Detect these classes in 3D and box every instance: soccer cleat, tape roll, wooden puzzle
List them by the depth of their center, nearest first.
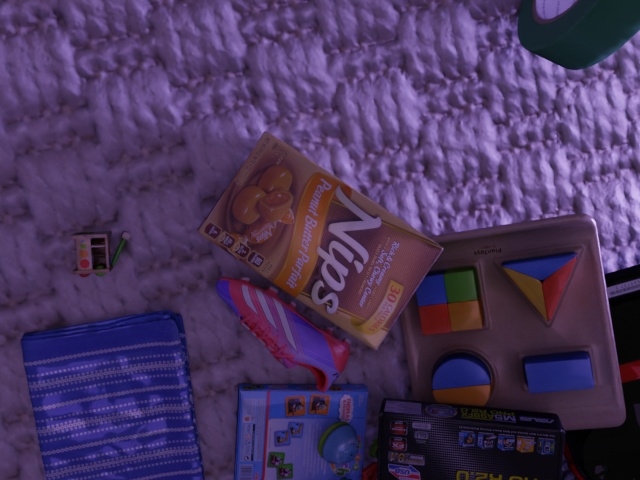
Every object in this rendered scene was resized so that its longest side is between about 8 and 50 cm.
[{"bbox_3d":[0.408,-0.409,0.935,0.077,0.321,0.321,21,91,-11],"label":"tape roll"},{"bbox_3d":[-0.064,0.144,1.021,0.248,0.083,0.095,34,70,-16],"label":"soccer cleat"},{"bbox_3d":[0.288,0.151,1.023,0.323,0.080,0.347,-9,96,16],"label":"wooden puzzle"}]

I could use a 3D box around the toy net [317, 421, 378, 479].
[{"bbox_3d":[0.025,0.407,1.052,0.122,0.045,0.232,17,97,-42],"label":"toy net"}]

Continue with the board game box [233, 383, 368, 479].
[{"bbox_3d":[-0.032,0.316,1.069,0.212,0.039,0.160,3,95,-10],"label":"board game box"}]

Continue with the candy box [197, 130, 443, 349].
[{"bbox_3d":[0.000,0.000,0.986,0.317,0.087,0.182,33,90,2],"label":"candy box"}]

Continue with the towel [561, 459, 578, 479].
[{"bbox_3d":[0.567,0.451,1.152,0.284,0.121,0.235,-40,102,-5],"label":"towel"}]

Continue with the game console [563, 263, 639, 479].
[{"bbox_3d":[0.555,0.206,1.053,0.387,0.060,0.341,-19,75,14],"label":"game console"}]

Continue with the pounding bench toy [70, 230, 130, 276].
[{"bbox_3d":[-0.326,0.020,0.979,0.084,0.052,0.065,-3,96,-10],"label":"pounding bench toy"}]

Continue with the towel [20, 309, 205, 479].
[{"bbox_3d":[-0.315,0.285,1.014,0.244,0.040,0.335,-8,97,-9],"label":"towel"}]

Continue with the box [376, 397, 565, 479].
[{"bbox_3d":[0.222,0.364,1.000,0.270,0.060,0.216,3,100,10],"label":"box"}]
